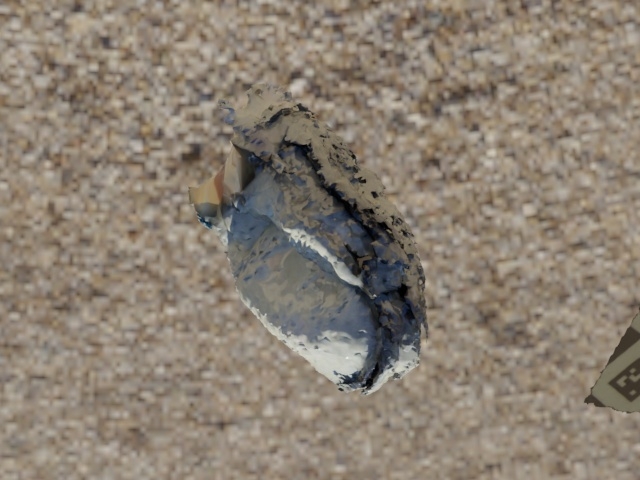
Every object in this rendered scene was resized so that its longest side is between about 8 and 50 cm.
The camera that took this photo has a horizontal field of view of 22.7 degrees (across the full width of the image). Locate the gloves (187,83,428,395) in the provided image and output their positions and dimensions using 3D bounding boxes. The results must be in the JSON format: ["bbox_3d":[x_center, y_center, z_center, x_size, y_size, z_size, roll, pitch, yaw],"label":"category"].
[{"bbox_3d":[0.003,0.000,0.786,0.070,0.153,0.114,-16,150,-34],"label":"gloves"}]

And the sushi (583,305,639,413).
[{"bbox_3d":[0.313,0.007,0.904,0.290,0.264,0.050,7,142,45],"label":"sushi"}]
